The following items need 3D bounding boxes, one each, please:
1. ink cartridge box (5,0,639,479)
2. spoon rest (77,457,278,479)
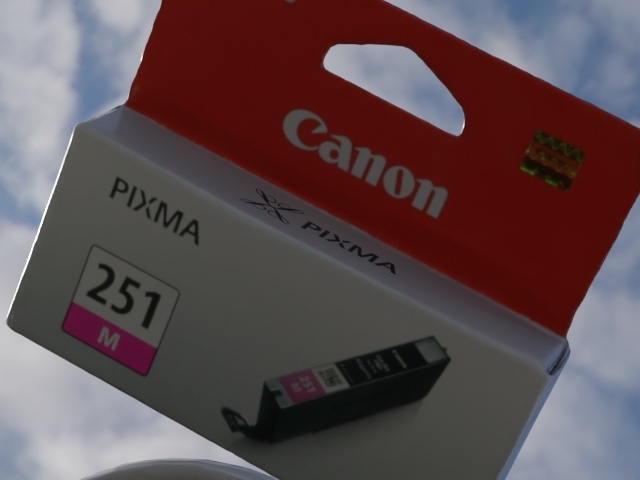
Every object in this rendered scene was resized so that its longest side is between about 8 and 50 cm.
[{"bbox_3d":[0.000,0.000,0.910,0.275,0.060,0.239,28,-66,11],"label":"ink cartridge box"},{"bbox_3d":[0.011,0.128,0.293,0.276,0.137,0.084,23,-12,36],"label":"spoon rest"}]
